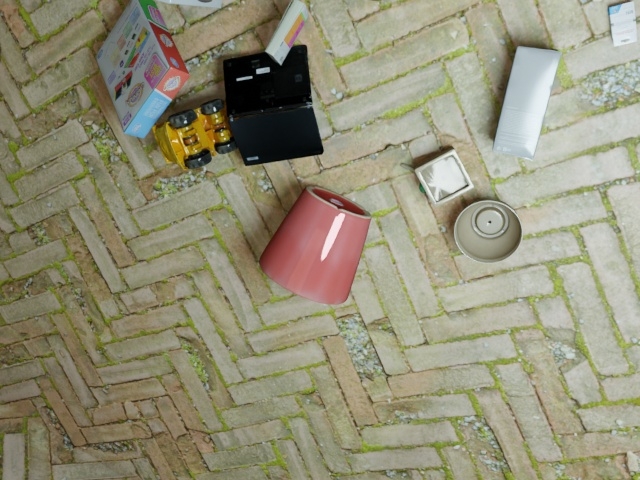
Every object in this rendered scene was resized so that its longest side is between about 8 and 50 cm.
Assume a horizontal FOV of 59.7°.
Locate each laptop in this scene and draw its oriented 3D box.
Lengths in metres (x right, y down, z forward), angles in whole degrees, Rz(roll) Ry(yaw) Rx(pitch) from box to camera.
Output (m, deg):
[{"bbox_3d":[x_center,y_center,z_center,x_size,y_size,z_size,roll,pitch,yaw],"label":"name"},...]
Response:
[{"bbox_3d":[-0.126,-0.362,1.517,0.234,0.136,0.264,-8,81,9],"label":"laptop"}]

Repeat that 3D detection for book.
[{"bbox_3d":[-0.080,-0.520,1.400,0.035,0.096,0.144,32,97,7],"label":"book"}]

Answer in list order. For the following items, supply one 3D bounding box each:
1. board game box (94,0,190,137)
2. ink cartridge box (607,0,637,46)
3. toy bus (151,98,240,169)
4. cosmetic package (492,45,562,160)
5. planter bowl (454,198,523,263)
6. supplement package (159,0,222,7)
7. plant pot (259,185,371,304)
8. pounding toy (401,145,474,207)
[{"bbox_3d":[-0.495,-0.478,1.524,0.242,0.064,0.316,-42,61,28],"label":"board game box"},{"bbox_3d":[0.655,-0.469,1.209,0.048,0.028,0.083,-8,106,23],"label":"ink cartridge box"},{"bbox_3d":[-0.359,-0.301,1.573,0.211,0.220,0.149,12,128,51],"label":"toy bus"},{"bbox_3d":[0.470,-0.319,1.277,0.107,0.127,0.238,17,115,14],"label":"cosmetic package"},{"bbox_3d":[0.424,-0.036,1.404,0.162,0.109,0.162,7,111,17],"label":"planter bowl"},{"bbox_3d":[-0.352,-0.667,1.385,0.134,0.244,0.139,20,115,13],"label":"supplement package"},{"bbox_3d":[0.000,0.000,1.502,0.275,0.275,0.243,27,105,9],"label":"plant pot"},{"bbox_3d":[0.296,-0.166,1.424,0.141,0.100,0.130,-28,98,15],"label":"pounding toy"}]
